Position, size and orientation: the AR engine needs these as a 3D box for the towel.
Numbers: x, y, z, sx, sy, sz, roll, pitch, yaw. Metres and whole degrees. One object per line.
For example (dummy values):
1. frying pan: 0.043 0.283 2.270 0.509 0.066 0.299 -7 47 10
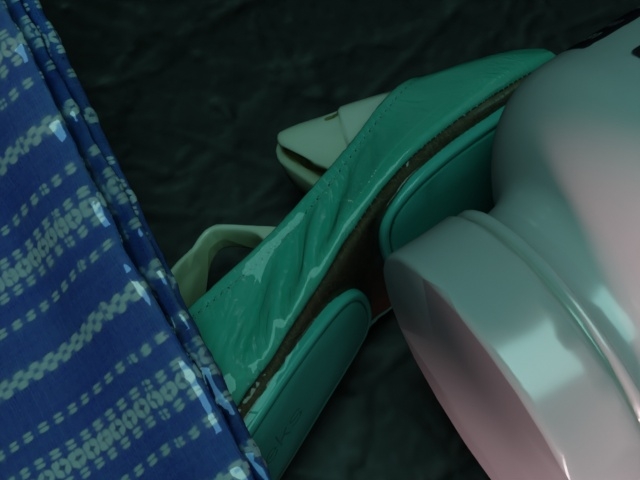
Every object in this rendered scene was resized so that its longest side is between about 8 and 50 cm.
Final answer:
1. towel: -0.161 0.056 0.534 0.243 0.040 0.336 -34 69 12

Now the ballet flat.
1. ballet flat: 0.000 0.000 0.571 0.087 0.083 0.247 33 72 25

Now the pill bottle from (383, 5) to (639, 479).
1. pill bottle: 0.190 -0.025 0.518 0.323 0.181 0.181 -31 71 -9
